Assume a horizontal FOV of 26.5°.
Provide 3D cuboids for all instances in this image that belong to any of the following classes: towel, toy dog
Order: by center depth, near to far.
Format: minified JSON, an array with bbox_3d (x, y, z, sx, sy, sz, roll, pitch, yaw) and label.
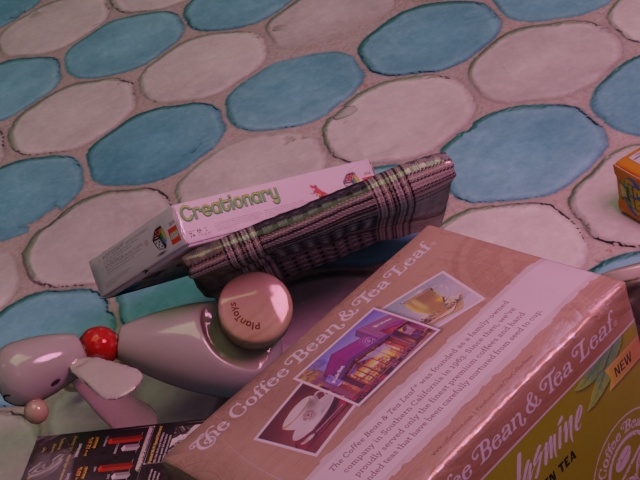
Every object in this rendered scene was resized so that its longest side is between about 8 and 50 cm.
[{"bbox_3d":[-0.171,0.157,1.489,0.334,0.220,0.161,-19,69,9],"label":"toy dog"},{"bbox_3d":[0.000,0.000,1.564,0.312,0.056,0.324,-22,-6,-3],"label":"towel"}]

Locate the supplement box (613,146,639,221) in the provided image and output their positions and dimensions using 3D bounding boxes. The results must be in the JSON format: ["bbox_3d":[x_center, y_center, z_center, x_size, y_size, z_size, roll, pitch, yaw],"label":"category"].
[{"bbox_3d":[0.464,-0.104,1.623,0.233,0.078,0.080,-30,39,-15],"label":"supplement box"}]

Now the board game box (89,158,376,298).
[{"bbox_3d":[-0.097,-0.015,1.602,0.305,0.053,0.193,-16,-9,-42],"label":"board game box"}]

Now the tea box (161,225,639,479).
[{"bbox_3d":[0.100,0.222,1.116,0.220,0.323,0.329,17,48,45],"label":"tea box"}]

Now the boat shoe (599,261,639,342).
[{"bbox_3d":[0.461,0.042,1.428,0.335,0.095,0.112,-13,-1,1],"label":"boat shoe"}]

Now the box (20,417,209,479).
[{"bbox_3d":[-0.204,0.315,1.349,0.242,0.076,0.307,-9,35,14],"label":"box"}]
